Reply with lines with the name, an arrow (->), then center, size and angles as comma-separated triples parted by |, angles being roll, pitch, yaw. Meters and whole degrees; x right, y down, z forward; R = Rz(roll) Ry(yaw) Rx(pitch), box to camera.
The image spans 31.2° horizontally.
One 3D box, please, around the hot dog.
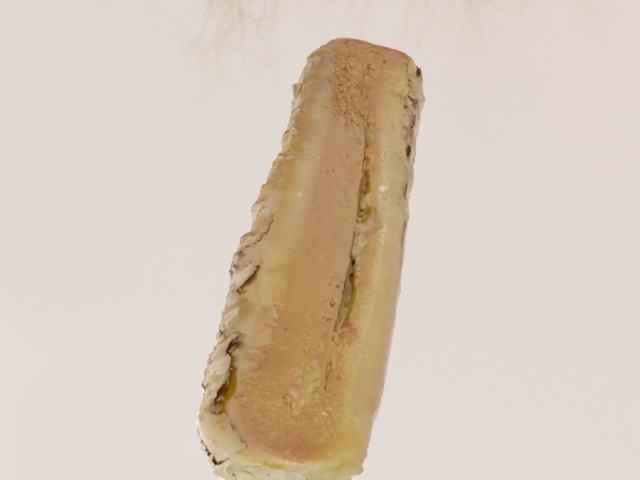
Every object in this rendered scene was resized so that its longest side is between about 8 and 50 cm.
hot dog -> 0.001, 0.000, 0.550 | 0.068, 0.083, 0.289 | -57, -167, 42
